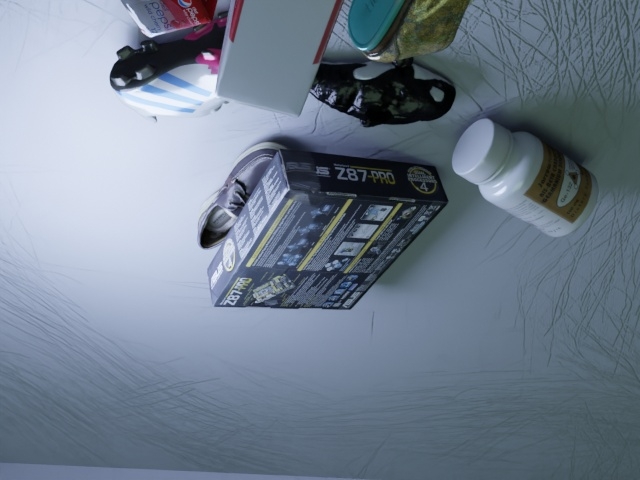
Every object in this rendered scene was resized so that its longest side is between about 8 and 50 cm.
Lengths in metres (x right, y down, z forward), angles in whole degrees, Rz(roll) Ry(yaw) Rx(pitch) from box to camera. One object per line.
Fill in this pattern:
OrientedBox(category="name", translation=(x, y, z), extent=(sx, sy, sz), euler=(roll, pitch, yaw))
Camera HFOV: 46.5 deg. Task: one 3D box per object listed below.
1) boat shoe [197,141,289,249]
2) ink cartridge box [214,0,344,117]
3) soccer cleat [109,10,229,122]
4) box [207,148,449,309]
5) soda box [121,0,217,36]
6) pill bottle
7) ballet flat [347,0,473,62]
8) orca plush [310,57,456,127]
OrientedBox(category="boat shoe", translation=(-0.145, -0.073, 1.382), extent=(0.102, 0.092, 0.285), euler=(28, 136, -25))
OrientedBox(category="ink cartridge box", translation=(-0.046, -0.323, 0.926), extent=(0.114, 0.273, 0.197), euler=(12, 141, -13))
OrientedBox(category="soccer cleat", translation=(-0.165, -0.261, 1.156), extent=(0.331, 0.116, 0.143), euler=(-6, 150, 22))
OrientedBox(category="box", translation=(0.000, 0.000, 1.384), extent=(0.318, 0.097, 0.395), euler=(1, 147, -28))
OrientedBox(category="soda box", translation=(-0.164, -0.362, 0.896), extent=(0.092, 0.263, 0.083), euler=(-9, 140, 18))
OrientedBox(category="pill bottle", translation=(0.340, -0.108, 1.249), extent=(0.229, 0.131, 0.131), euler=(26, 137, -23))
OrientedBox(category="ballet flat", translation=(0.135, -0.292, 0.640), extent=(0.123, 0.123, 0.349), euler=(17, 142, -13))
OrientedBox(category="orca plush", translation=(0.071, -0.229, 1.157), extent=(0.287, 0.102, 0.151), euler=(20, 139, -17))
